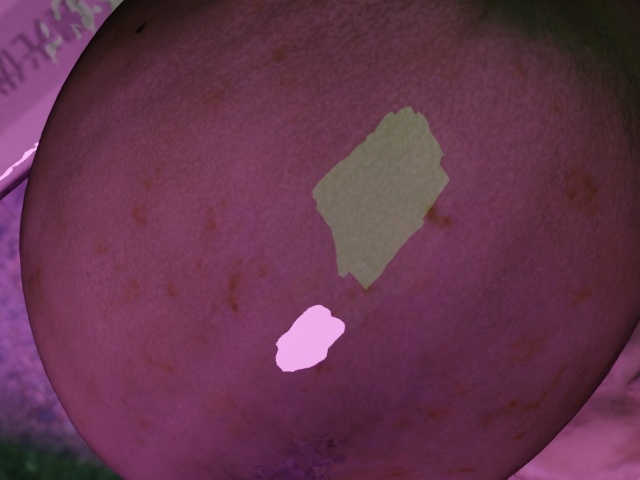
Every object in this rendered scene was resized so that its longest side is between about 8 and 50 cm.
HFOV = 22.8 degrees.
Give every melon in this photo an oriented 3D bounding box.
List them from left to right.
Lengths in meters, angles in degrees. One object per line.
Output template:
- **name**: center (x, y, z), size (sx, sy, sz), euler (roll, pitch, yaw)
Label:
- **melon**: center (0.010, -0.008, 0.662), size (0.308, 0.272, 0.271), euler (-20, 100, 38)

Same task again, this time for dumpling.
- **dumpling**: center (0.165, 0.075, 0.725), size (0.199, 0.136, 0.118), euler (-17, 107, 24)

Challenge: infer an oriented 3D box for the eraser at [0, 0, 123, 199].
- **eraser**: center (-0.145, -0.085, 0.774), size (0.352, 0.061, 0.089), euler (-38, 94, 16)
